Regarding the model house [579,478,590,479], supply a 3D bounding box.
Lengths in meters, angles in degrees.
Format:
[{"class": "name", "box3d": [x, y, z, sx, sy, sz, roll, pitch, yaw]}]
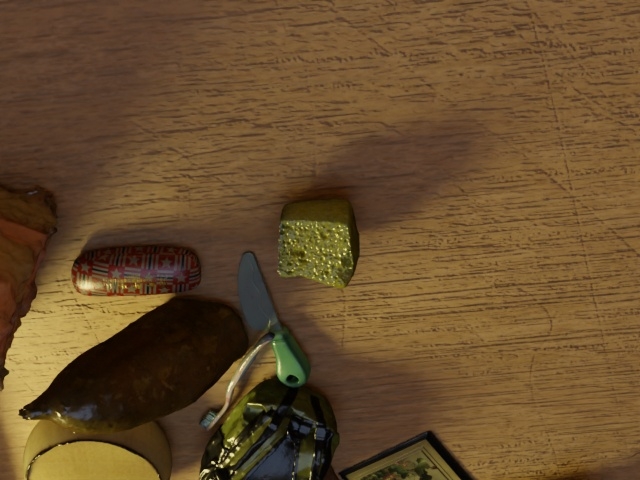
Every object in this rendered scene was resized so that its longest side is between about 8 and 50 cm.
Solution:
[{"class": "model house", "box3d": [0.415, 0.529, 1.831, 0.193, 0.175, 0.234, -13, 114, 10]}]

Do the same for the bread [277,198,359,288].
[{"class": "bread", "box3d": [0.000, 0.000, 1.469, 0.114, 0.111, 0.129, 4, 107, 2]}]

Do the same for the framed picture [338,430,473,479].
[{"class": "framed picture", "box3d": [0.164, 0.439, 1.842, 0.199, 0.010, 0.195, -29, 121, 18]}]

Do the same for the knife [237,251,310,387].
[{"class": "knife", "box3d": [-0.084, 0.126, 1.612, 0.063, 0.034, 0.260, -12, 119, 22]}]

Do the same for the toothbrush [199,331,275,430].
[{"class": "toothbrush", "box3d": [-0.138, 0.233, 1.672, 0.027, 0.021, 0.269, 23, 128, -14]}]

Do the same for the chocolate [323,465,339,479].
[{"class": "chocolate", "box3d": [-0.008, 0.422, 1.817, 0.065, 0.031, 0.100, -16, 126, 16]}]

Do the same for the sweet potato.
[{"class": "sweet potato", "box3d": [-0.267, 0.202, 1.525, 0.158, 0.370, 0.157, 21, 125, 34]}]

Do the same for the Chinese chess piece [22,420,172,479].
[{"class": "Chinese chess piece", "box3d": [-0.379, 0.382, 1.742, 0.250, 0.103, 0.249, -1, 126, -1]}]

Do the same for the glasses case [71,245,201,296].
[{"class": "glasses case", "box3d": [-0.278, 0.049, 1.536, 0.195, 0.049, 0.073, -3, 125, 2]}]

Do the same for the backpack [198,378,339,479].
[{"class": "backpack", "box3d": [-0.080, 0.357, 1.703, 0.207, 0.140, 0.253, 22, 112, -14]}]

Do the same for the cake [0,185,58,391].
[{"class": "cake", "box3d": [-0.552, 0.091, 1.408, 0.293, 0.306, 0.314, 17, 123, -11]}]
